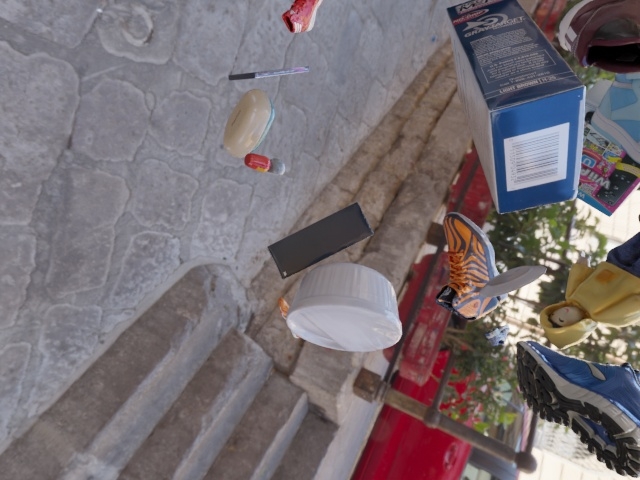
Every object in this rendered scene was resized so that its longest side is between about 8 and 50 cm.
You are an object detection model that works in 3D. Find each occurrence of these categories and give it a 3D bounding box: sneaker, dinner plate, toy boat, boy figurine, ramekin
[{"bbox_3d":[0.620,0.331,1.439,0.135,0.058,0.052,-7,163,-40],"label":"sneaker"},{"bbox_3d":[-0.105,0.285,1.569,0.175,0.067,0.064,60,7,-14],"label":"sneaker"},{"bbox_3d":[0.399,0.081,0.871,0.017,0.141,0.141,64,27,1],"label":"dinner plate"},{"bbox_3d":[0.392,0.090,1.160,0.180,0.321,0.124,-33,-168,-13],"label":"sneaker"},{"bbox_3d":[-0.226,-0.356,1.469,0.148,0.318,0.267,9,139,-41],"label":"toy boat"},{"bbox_3d":[-0.065,-0.846,1.482,0.128,0.087,0.221,-42,158,-36],"label":"sneaker"},{"bbox_3d":[0.524,0.082,0.766,0.285,0.092,0.177,-48,-156,17],"label":"boy figurine"},{"bbox_3d":[0.510,-0.311,0.591,0.106,0.281,0.162,50,39,-38],"label":"sneaker"},{"bbox_3d":[0.643,-0.258,0.757,0.319,0.127,0.208,-103,-171,-52],"label":"sneaker"},{"bbox_3d":[0.486,0.278,0.753,0.330,0.147,0.130,-130,-149,-72],"label":"sneaker"},{"bbox_3d":[0.059,0.161,1.002,0.273,0.273,0.127,80,17,-54],"label":"ramekin"}]

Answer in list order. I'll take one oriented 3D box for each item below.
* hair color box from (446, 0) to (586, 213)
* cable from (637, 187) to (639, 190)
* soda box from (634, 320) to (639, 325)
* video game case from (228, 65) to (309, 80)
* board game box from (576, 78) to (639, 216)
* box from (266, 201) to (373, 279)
[{"bbox_3d":[0.277,-0.224,0.626,0.347,0.105,0.174,-85,157,-43],"label":"hair color box"},{"bbox_3d":[0.899,-0.178,1.192,0.139,0.287,0.072,-9,108,-25],"label":"cable"},{"bbox_3d":[0.815,0.152,1.034,0.061,0.058,0.181,-56,140,-17],"label":"soda box"},{"bbox_3d":[-0.210,-0.685,1.699,0.274,0.196,0.026,-23,118,-36],"label":"video game case"},{"bbox_3d":[0.747,-0.231,1.081,0.097,0.224,0.303,-40,152,-14],"label":"board game box"},{"bbox_3d":[0.000,0.000,1.138,0.261,0.103,0.184,-27,-178,0],"label":"box"}]
